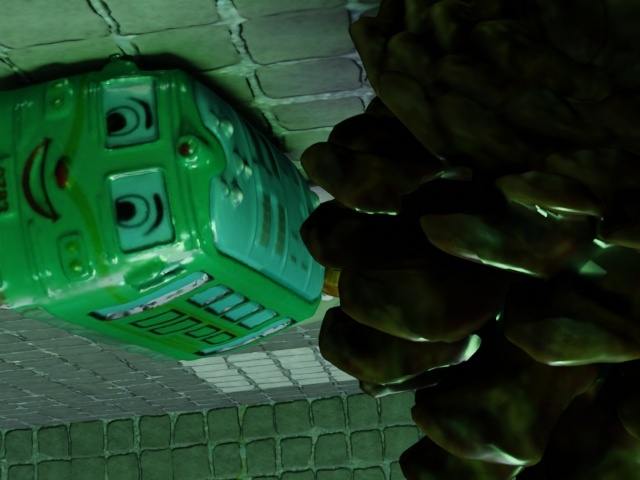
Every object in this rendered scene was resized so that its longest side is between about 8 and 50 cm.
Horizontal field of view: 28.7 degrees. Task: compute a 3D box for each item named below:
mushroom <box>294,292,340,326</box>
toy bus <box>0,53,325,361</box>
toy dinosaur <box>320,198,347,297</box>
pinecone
[{"bbox_3d":[-0.047,0.048,1.443,0.351,0.109,0.097,-11,-168,23],"label":"mushroom"},{"bbox_3d":[-0.123,-0.014,1.021,0.199,0.184,0.343,-13,165,14],"label":"toy bus"},{"bbox_3d":[0.000,0.000,1.247,0.432,0.097,0.208,7,-157,40],"label":"toy dinosaur"},{"bbox_3d":[0.176,0.017,0.768,0.397,0.398,0.398,-5,166,-1],"label":"pinecone"}]
